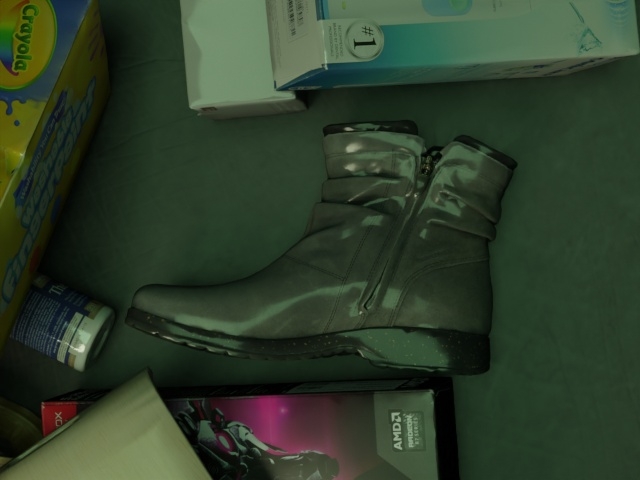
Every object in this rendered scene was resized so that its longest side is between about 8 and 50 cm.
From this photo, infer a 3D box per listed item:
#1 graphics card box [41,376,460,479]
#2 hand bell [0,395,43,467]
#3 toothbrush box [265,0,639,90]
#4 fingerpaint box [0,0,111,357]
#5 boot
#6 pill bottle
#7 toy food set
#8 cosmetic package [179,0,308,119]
[{"bbox_3d":[-0.060,0.244,1.370,0.371,0.094,0.232,-3,91,15],"label":"graphics card box"},{"bbox_3d":[-0.346,0.273,1.439,0.126,0.126,0.242,23,104,5],"label":"hand bell"},{"bbox_3d":[0.106,-0.246,1.310,0.296,0.126,0.216,-4,89,-23],"label":"toothbrush box"},{"bbox_3d":[-0.426,-0.037,1.309,0.371,0.163,0.444,13,60,5],"label":"fingerpaint box"},{"bbox_3d":[0.000,0.000,1.396,0.338,0.118,0.222,4,88,-5],"label":"boot"},{"bbox_3d":[-0.257,0.068,1.433,0.120,0.067,0.067,25,93,5],"label":"pill bottle"},{"bbox_3d":[-0.156,0.291,1.304,0.220,0.092,0.306,-34,80,-2],"label":"toy food set"},{"bbox_3d":[-0.072,-0.231,1.384,0.107,0.127,0.238,-8,91,5],"label":"cosmetic package"}]
